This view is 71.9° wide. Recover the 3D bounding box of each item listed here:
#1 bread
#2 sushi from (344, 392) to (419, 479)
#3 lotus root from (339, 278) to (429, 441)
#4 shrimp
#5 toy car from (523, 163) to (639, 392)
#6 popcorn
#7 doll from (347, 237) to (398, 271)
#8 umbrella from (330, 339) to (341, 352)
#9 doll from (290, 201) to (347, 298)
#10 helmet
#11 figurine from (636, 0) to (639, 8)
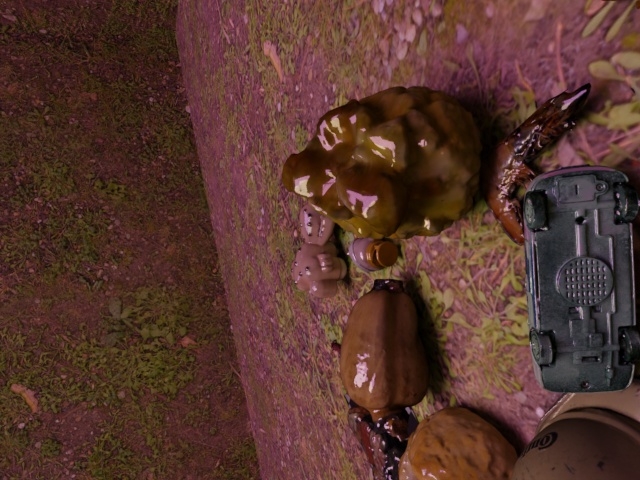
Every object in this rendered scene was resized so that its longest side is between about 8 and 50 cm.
[{"bbox_3d":[0.197,0.370,0.637,0.244,0.134,0.244,173,90,-68],"label":"bread"},{"bbox_3d":[0.124,0.449,0.939,0.320,0.069,0.339,110,143,-50],"label":"sushi"},{"bbox_3d":[0.114,0.196,0.761,0.140,0.154,0.256,158,119,-64],"label":"lotus root"},{"bbox_3d":[0.243,-0.063,0.477,0.195,0.035,0.147,117,141,-66],"label":"shrimp"},{"bbox_3d":[0.251,0.038,0.438,0.076,0.090,0.224,-37,-59,-76],"label":"toy car"},{"bbox_3d":[0.076,-0.095,0.595,0.237,0.252,0.205,-130,31,-73],"label":"popcorn"},{"bbox_3d":[0.096,0.016,0.843,0.127,0.073,0.084,-1,65,64],"label":"doll"},{"bbox_3d":[0.059,0.276,1.085,0.027,0.025,0.165,61,163,-12],"label":"umbrella"},{"bbox_3d":[-0.001,-0.001,1.017,0.154,0.119,0.278,35,121,59],"label":"doll"},{"bbox_3d":[0.265,0.270,0.437,0.204,0.137,0.257,-140,45,-57],"label":"helmet"},{"bbox_3d":[0.233,-0.297,0.303,0.156,0.131,0.246,-67,-20,-63],"label":"figurine"}]
